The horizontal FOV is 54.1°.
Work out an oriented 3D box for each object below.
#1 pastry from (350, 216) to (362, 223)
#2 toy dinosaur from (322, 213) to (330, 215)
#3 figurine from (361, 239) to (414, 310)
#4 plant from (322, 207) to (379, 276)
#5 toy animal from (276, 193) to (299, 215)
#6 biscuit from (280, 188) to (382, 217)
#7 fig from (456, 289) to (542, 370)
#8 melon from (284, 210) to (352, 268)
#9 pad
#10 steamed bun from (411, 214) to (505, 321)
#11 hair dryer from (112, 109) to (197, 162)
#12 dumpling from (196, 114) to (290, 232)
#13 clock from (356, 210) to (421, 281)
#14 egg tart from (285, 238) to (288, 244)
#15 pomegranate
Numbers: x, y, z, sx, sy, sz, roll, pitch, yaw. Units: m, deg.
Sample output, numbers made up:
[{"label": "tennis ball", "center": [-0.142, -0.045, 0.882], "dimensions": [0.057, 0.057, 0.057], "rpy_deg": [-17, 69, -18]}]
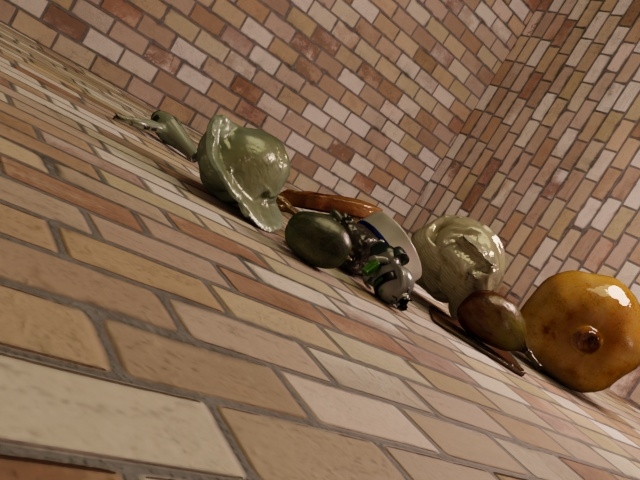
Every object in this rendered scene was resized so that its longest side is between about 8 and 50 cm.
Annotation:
[{"label": "pastry", "center": [0.172, 0.021, 2.114], "dimensions": [0.257, 0.121, 0.236], "rpy_deg": [36, 11, 19]}, {"label": "toy dinosaur", "center": [0.036, -0.059, 2.262], "dimensions": [0.162, 0.077, 0.294], "rpy_deg": [31, 4, 33]}, {"label": "figurine", "center": [0.168, 0.088, 1.521], "dimensions": [0.147, 0.126, 0.192], "rpy_deg": [67, 0, -52]}, {"label": "plant", "center": [0.067, 0.005, 1.661], "dimensions": [0.132, 0.129, 0.194], "rpy_deg": [28, 10, -48]}, {"label": "toy animal", "center": [-0.127, -0.116, 2.055], "dimensions": [0.275, 0.054, 0.149], "rpy_deg": [32, 8, -3]}, {"label": "biscuit", "center": [0.041, -0.129, 2.300], "dimensions": [0.350, 0.078, 0.455], "rpy_deg": [14, 0, -29]}, {"label": "fig", "center": [0.504, 0.247, 1.722], "dimensions": [0.274, 0.145, 0.170], "rpy_deg": [45, 12, 18]}, {"label": "melon", "center": [0.000, 0.000, 1.402], "dimensions": [0.167, 0.114, 0.114], "rpy_deg": [31, 6, 1]}, {"label": "pad", "center": [0.438, 0.280, 1.794], "dimensions": [0.286, 0.018, 0.284], "rpy_deg": [30, 6, 5]}, {"label": "steamed bun", "center": [0.459, 0.071, 1.984], "dimensions": [0.346, 0.237, 0.394], "rpy_deg": [63, -19, -14]}, {"label": "hair dryer", "center": [-0.486, -0.320, 1.942], "dimensions": [0.229, 0.092, 0.267], "rpy_deg": [38, 20, 7]}, {"label": "dumpling", "center": [-0.176, -0.175, 1.532], "dimensions": [0.321, 0.211, 0.270], "rpy_deg": [12, 20, -40]}, {"label": "clock", "center": [0.190, 0.031, 1.770], "dimensions": [0.230, 0.083, 0.230], "rpy_deg": [53, -17, 24]}, {"label": "egg tart", "center": [-0.026, 0.012, 1.507], "dimensions": [0.129, 0.049, 0.129], "rpy_deg": [33, 5, -3]}, {"label": "pomegranate", "center": [0.856, 0.301, 2.063], "dimensions": [0.417, 0.416, 0.416], "rpy_deg": [31, 6, -4]}]
